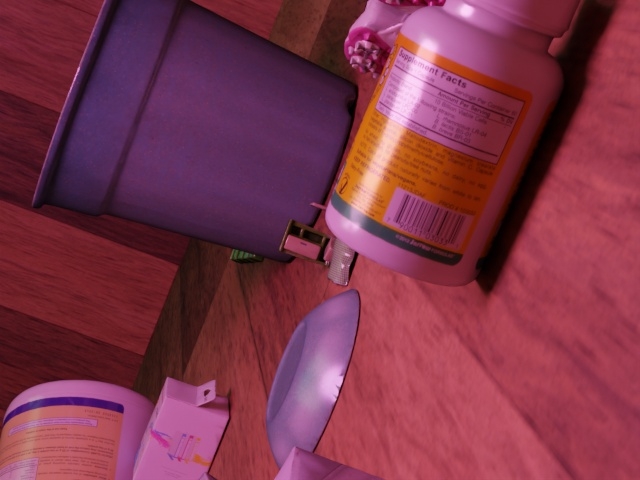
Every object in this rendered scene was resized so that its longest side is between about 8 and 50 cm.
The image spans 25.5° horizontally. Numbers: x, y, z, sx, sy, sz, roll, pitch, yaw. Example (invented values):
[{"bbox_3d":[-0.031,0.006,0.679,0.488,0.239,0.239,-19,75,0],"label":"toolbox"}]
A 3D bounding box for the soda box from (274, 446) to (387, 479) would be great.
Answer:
[{"bbox_3d":[-0.030,0.267,0.955,0.091,0.098,0.286,-80,13,-48],"label":"soda box"}]

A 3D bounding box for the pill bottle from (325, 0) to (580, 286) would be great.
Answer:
[{"bbox_3d":[0.092,-0.085,0.950,0.117,0.118,0.208,-101,32,-73],"label":"pill bottle"}]

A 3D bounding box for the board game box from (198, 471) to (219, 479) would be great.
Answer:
[{"bbox_3d":[-0.138,0.349,1.400,0.193,0.053,0.305,-55,9,-4],"label":"board game box"}]

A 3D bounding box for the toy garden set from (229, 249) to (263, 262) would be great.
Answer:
[{"bbox_3d":[-0.096,-0.068,2.194,0.244,0.049,0.203,169,121,-79],"label":"toy garden set"}]

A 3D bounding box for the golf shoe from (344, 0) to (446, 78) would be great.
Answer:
[{"bbox_3d":[0.104,-0.247,1.262,0.306,0.115,0.140,140,153,-69],"label":"golf shoe"}]

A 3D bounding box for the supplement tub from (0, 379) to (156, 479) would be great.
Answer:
[{"bbox_3d":[-0.339,0.385,1.945,0.241,0.241,0.331,122,156,-51],"label":"supplement tub"}]

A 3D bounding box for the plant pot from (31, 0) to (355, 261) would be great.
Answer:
[{"bbox_3d":[-0.153,-0.143,1.808,0.341,0.334,0.341,-159,90,-80],"label":"plant pot"}]

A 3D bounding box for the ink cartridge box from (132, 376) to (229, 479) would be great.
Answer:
[{"bbox_3d":[-0.180,0.252,1.860,0.092,0.090,0.143,-117,47,-78],"label":"ink cartridge box"}]

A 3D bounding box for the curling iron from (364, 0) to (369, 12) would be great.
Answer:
[{"bbox_3d":[0.087,-0.279,1.649,0.274,0.035,0.068,-156,83,-81],"label":"curling iron"}]

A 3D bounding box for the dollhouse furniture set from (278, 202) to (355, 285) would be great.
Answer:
[{"bbox_3d":[0.000,0.000,1.471,0.152,0.059,0.076,-175,105,-80],"label":"dollhouse furniture set"}]

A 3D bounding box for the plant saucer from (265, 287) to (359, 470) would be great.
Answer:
[{"bbox_3d":[-0.016,0.131,1.353,0.195,0.037,0.195,-159,90,-81],"label":"plant saucer"}]
